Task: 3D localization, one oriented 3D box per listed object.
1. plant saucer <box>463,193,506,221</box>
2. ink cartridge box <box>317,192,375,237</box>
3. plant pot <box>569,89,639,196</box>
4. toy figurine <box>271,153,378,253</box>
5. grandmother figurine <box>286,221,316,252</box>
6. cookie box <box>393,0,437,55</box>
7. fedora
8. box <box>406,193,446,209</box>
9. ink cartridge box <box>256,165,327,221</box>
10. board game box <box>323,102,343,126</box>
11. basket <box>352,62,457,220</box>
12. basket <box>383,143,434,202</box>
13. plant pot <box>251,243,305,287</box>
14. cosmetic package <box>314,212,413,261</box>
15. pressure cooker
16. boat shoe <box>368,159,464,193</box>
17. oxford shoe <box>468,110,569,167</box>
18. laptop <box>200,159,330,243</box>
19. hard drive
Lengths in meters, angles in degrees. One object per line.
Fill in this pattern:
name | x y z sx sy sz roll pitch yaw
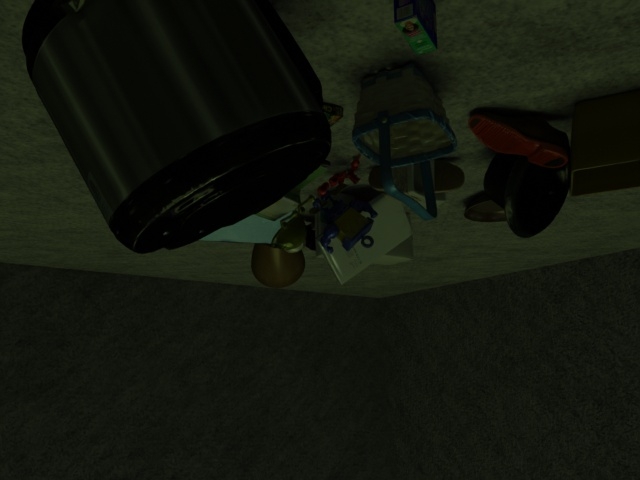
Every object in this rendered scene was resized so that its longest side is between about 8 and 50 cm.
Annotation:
plant saucer | 0.689 -0.133 1.986 0.311 0.050 0.310 -1 166 0
ink cartridge box | 0.101 -0.072 1.870 0.225 0.180 0.056 1 176 -10
plant pot | 0.715 -0.240 1.312 0.212 0.187 0.212 -8 163 22
toy figurine | 0.060 -0.049 1.545 0.362 0.217 0.191 -43 174 -27
grandmother figurine | 0.000 0.000 2.125 0.343 0.103 0.208 -4 -155 -36
cookie box | 0.159 -0.378 0.893 0.040 0.091 0.107 -8 164 30
fedora | 0.583 -0.170 1.545 0.334 0.333 0.153 13 -168 -45
box | 0.346 -0.156 1.771 0.101 0.087 0.102 2 165 -14
ink cartridge box | -0.116 -0.142 1.436 0.171 0.056 0.235 19 144 -41
board game box | -0.066 -0.282 1.352 0.136 0.030 0.260 4 164 -28
basket | 0.188 -0.205 1.164 0.201 0.288 0.255 -16 158 26
basket | 0.245 -0.191 1.485 0.103 0.167 0.113 -7 165 42
plant pot | -0.186 0.040 2.238 0.237 0.237 0.254 -2 150 -1
cosmetic package | 0.171 -0.022 2.053 0.366 0.196 0.155 9 161 -33
pressure cooker | -0.224 -0.235 0.813 0.370 0.420 0.375 -33 174 26
boat shoe | 0.294 -0.186 1.644 0.286 0.102 0.092 -2 171 13
oxford shoe | 0.501 -0.275 1.354 0.272 0.098 0.097 21 160 -10
laptop | -0.219 -0.109 1.549 0.382 0.236 0.408 2 180 -19
hard drive | 0.156 -0.015 1.838 0.319 0.040 0.210 -35 125 -9
